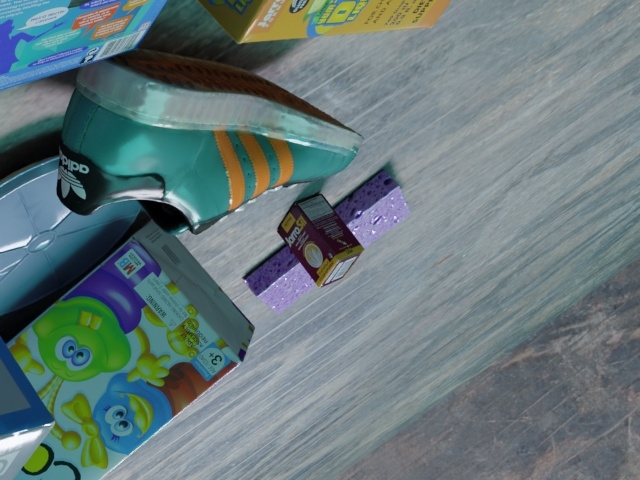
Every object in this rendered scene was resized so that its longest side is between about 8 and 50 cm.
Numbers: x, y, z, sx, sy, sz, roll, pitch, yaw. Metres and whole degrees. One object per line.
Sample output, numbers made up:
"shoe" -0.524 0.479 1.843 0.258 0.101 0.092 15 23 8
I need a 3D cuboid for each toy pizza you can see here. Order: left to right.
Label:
"toy pizza" -0.227 -0.010 0.969 0.201 0.032 0.201 -33 161 -13

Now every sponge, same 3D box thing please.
"sponge" 0.011 0.006 1.464 0.210 0.031 0.117 -38 162 -1

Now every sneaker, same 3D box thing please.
"sneaker" -0.085 -0.067 0.944 0.302 0.108 0.121 4 115 -54

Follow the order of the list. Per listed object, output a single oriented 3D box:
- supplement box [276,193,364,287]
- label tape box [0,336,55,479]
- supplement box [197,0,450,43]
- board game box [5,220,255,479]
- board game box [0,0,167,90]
"supplement box" 0.000 0.000 1.344 0.043 0.083 0.055 -22 156 -40
"label tape box" -0.331 0.119 0.725 0.115 0.249 0.348 -14 150 -52
"supplement box" 0.012 -0.198 0.896 0.233 0.080 0.078 -14 148 -47
"board game box" -0.210 0.127 1.088 0.275 0.142 0.144 -40 -175 7
"board game box" -0.138 -0.159 0.682 0.160 0.047 0.210 -26 171 -38
